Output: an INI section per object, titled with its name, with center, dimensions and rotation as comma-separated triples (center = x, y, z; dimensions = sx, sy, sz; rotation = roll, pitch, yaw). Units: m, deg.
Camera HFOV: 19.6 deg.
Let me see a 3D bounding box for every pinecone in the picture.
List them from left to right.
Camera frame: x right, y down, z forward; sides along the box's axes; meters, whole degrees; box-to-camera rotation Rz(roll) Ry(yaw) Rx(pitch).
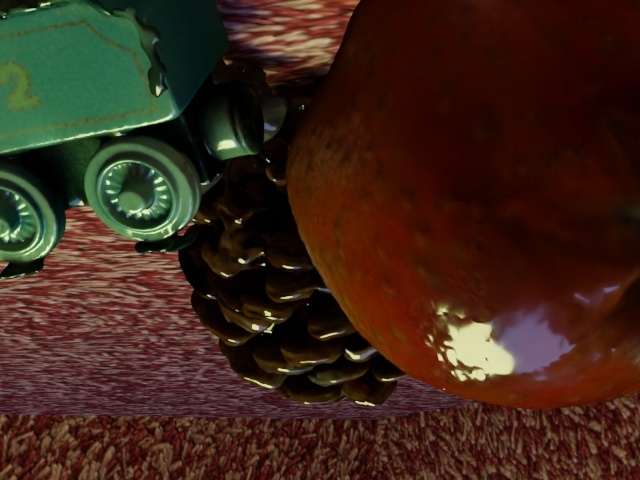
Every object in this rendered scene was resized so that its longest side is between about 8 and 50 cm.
[pinecone]
center = 0.000, 0.000, 1.387
dimensions = 0.224, 0.224, 0.272
rotation = -6, 145, 11

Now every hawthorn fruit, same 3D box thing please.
[hawthorn fruit]
center = 0.130, -0.034, 1.036
dimensions = 0.275, 0.275, 0.299
rotation = 2, -157, -28

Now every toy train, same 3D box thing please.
[toy train]
center = -0.141, -0.080, 1.038
dimensions = 0.203, 0.163, 0.112
rotation = -10, -152, 22

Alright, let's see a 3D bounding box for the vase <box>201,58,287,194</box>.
[vase]
center = -0.086, -0.084, 1.203
dimensions = 0.120, 0.120, 0.183
rotation = -10, -177, 30
